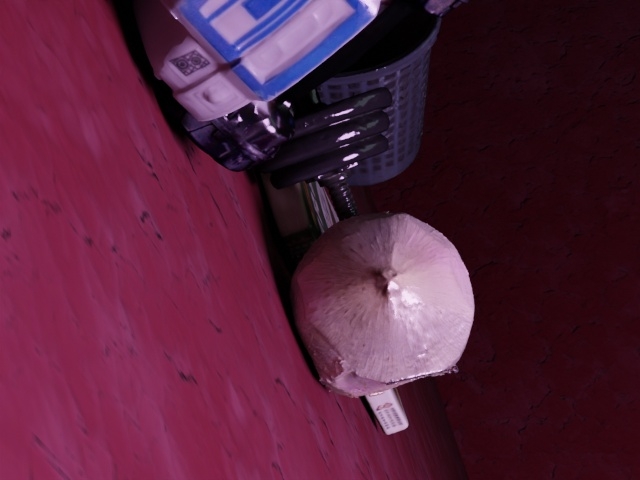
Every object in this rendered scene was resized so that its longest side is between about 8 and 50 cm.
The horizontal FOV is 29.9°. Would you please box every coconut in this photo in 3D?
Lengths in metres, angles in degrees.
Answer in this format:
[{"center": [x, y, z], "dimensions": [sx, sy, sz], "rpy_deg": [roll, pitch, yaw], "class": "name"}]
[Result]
[{"center": [0.036, 0.039, 0.688], "dimensions": [0.124, 0.110, 0.110], "rpy_deg": [76, -5, -76], "class": "coconut"}]

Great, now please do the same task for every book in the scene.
[{"center": [0.000, 0.000, 0.893], "dimensions": [0.264, 0.027, 0.202], "rpy_deg": [64, 8, -49], "class": "book"}]

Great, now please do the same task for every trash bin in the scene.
[{"center": [0.027, -0.144, 1.107], "dimensions": [0.161, 0.175, 0.175], "rpy_deg": [82, -5, -46], "class": "trash bin"}]

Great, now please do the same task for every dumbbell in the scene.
[{"center": [-0.017, -0.107, 0.720], "dimensions": [0.099, 0.099, 0.209], "rpy_deg": [-45, 115, -85], "class": "dumbbell"}]

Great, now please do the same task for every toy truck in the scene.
[{"center": [-0.039, -0.158, 0.539], "dimensions": [0.177, 0.161, 0.213], "rpy_deg": [42, 20, -32], "class": "toy truck"}]
